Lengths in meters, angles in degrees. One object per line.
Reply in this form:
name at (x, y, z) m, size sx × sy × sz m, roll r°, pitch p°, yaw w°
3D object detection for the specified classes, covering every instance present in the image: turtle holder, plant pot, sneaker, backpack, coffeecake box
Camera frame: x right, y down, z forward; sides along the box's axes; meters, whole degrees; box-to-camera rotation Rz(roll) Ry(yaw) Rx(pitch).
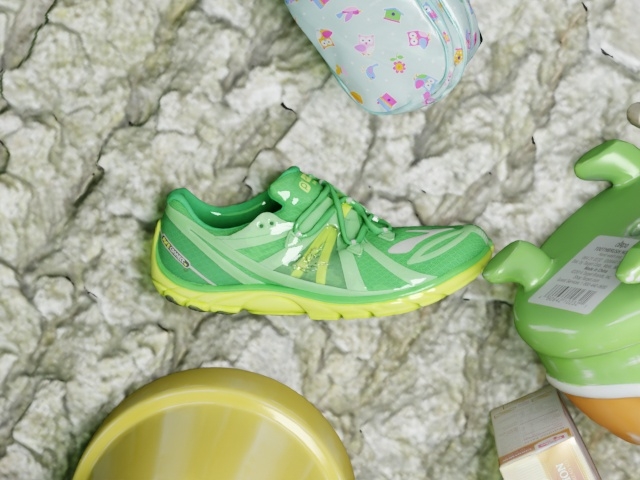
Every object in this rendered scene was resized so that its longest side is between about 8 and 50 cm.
turtle holder at (0.310, 0.033, 1.429) m, size 0.243 × 0.320 × 0.227 m, roll -18°, pitch 115°, yaw 39°
plant pot at (-0.099, 0.252, 1.461) m, size 0.254 × 0.239 × 0.254 m, roll 0°, pitch 98°, yaw 3°
sneaker at (0.000, 0.000, 1.481) m, size 0.296 × 0.109 × 0.123 m, roll 0°, pitch 103°, yaw 4°
backpack at (0.048, -0.193, 1.427) m, size 0.152 × 0.115 × 0.182 m, roll -24°, pitch 107°, yaw 36°
coffeecake box at (0.204, 0.215, 1.463) m, size 0.068 × 0.185 × 0.142 m, roll -25°, pitch 97°, yaw 7°

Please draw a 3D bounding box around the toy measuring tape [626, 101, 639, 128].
toy measuring tape at (0.404, -0.170, 1.414) m, size 0.330 × 0.121 × 0.121 m, roll -11°, pitch 98°, yaw -7°
